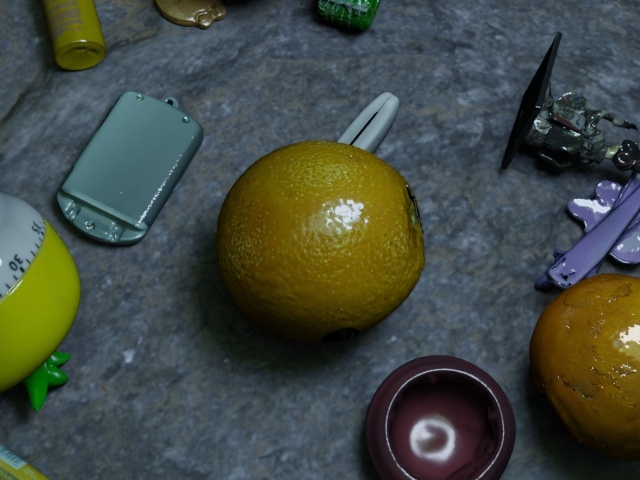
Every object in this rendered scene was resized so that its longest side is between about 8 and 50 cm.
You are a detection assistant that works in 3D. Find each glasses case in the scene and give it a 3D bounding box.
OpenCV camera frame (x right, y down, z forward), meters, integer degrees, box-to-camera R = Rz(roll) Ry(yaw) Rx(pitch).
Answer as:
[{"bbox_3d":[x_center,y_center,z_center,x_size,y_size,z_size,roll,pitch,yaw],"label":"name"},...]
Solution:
[{"bbox_3d":[0.052,-0.137,1.611,0.049,0.074,0.193,33,67,10],"label":"glasses case"}]

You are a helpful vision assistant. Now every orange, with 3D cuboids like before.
[{"bbox_3d":[0.388,0.162,1.443,0.240,0.240,0.239,2,68,-6],"label":"orange"},{"bbox_3d":[0.000,0.000,1.445,0.274,0.274,0.274,2,68,-6],"label":"orange"}]

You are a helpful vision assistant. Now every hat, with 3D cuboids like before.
[{"bbox_3d":[0.155,0.252,1.458,0.206,0.089,0.205,1,71,-2],"label":"hat"}]

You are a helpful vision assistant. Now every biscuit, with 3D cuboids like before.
[{"bbox_3d":[-0.215,-0.408,1.716,0.134,0.027,0.184,-1,68,-9],"label":"biscuit"}]

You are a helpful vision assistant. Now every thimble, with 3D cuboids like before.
[{"bbox_3d":[0.051,-0.386,1.692,0.090,0.118,0.130,19,49,5],"label":"thimble"}]

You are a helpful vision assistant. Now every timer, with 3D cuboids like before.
[{"bbox_3d":[-0.405,0.102,1.389,0.285,0.285,0.285,2,68,-6],"label":"timer"}]

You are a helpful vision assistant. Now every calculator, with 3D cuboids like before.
[{"bbox_3d":[-0.266,-0.107,1.575,0.141,0.045,0.246,26,67,4],"label":"calculator"}]

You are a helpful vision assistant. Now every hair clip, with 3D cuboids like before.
[{"bbox_3d":[0.400,-0.006,1.602,0.137,0.090,0.278,38,60,22],"label":"hair clip"}]

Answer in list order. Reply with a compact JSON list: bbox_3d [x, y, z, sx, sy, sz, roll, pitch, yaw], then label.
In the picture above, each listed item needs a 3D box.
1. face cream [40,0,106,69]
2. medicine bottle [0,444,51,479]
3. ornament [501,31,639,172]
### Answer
[{"bbox_3d":[-0.385,-0.387,1.658,0.078,0.078,0.273,-13,70,-12],"label":"face cream"},{"bbox_3d":[-0.344,0.327,1.377,0.218,0.074,0.074,33,68,9],"label":"medicine bottle"},{"bbox_3d":[0.388,-0.163,1.619,0.196,0.166,0.153,23,58,1],"label":"ornament"}]
